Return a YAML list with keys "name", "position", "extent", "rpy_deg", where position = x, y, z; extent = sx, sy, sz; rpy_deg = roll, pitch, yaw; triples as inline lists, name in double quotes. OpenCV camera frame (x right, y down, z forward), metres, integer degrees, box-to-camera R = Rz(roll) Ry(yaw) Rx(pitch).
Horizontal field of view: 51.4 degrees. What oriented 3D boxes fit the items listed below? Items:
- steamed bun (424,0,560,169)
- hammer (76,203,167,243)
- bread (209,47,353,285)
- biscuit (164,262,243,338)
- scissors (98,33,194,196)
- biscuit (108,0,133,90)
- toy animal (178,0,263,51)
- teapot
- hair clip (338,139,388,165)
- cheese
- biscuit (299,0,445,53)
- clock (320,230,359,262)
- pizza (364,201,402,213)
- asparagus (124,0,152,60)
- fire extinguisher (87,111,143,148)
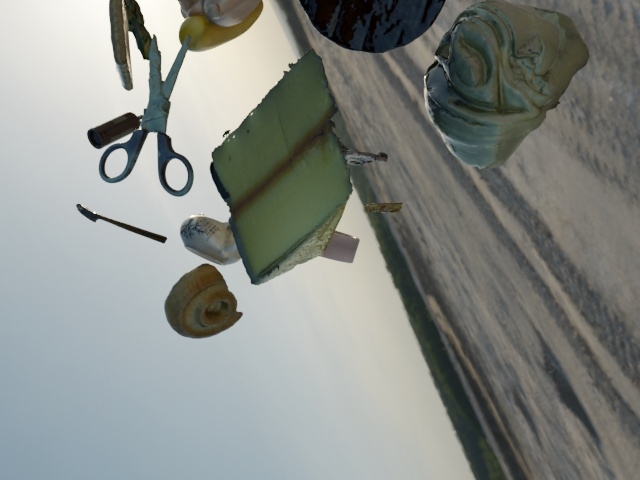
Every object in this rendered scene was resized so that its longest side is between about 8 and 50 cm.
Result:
- name: "steamed bun"
  position: [0.307, -0.314, 1.270]
  extent: [0.275, 0.206, 0.320]
  rpy_deg: [145, 129, -58]
- name: "hammer"
  position: [-0.612, -0.048, 2.075]
  extent: [0.297, 0.027, 0.125]
  rpy_deg: [24, -175, -38]
- name: "bread"
  position: [-0.086, -0.138, 1.434]
  extent: [0.405, 0.242, 0.346]
  rpy_deg: [123, 125, -72]
- name: "biscuit"
  position: [-0.351, 0.202, 1.980]
  extent: [0.091, 0.213, 0.274]
  rpy_deg: [51, 171, 36]
- name: "scissors"
  position: [-0.386, -0.306, 1.589]
  extent: [0.029, 0.255, 0.384]
  rpy_deg: [7, -83, -75]
- name: "biscuit"
  position: [-0.542, -0.542, 1.806]
  extent: [0.325, 0.044, 0.217]
  rpy_deg: [-175, 79, -77]
- name: "toy animal"
  position: [-0.312, -0.675, 1.814]
  extent: [0.247, 0.277, 0.345]
  rpy_deg: [53, 173, -5]
- name: "teapot"
  position: [-0.309, -0.011, 2.014]
  extent: [0.208, 0.299, 0.166]
  rpy_deg: [46, -121, -32]
- name: "hair clip"
  position: [0.079, -0.243, 1.861]
  extent: [0.187, 0.146, 0.056]
  rpy_deg: [21, -104, -44]
- name: "cheese"
  position: [0.484, -0.430, 1.640]
  extent: [0.115, 0.326, 0.318]
  rpy_deg: [36, -126, -45]
- name: "biscuit"
  position: [0.130, -0.679, 1.685]
  extent: [0.091, 0.407, 0.407]
  rpy_deg: [-77, -34, -48]
- name: "clock"
  position: [0.000, 0.000, 1.735]
  extent: [0.197, 0.196, 0.068]
  rpy_deg: [-19, -54, -85]
- name: "pizza"
  position: [0.250, -0.119, 2.432]
  extent: [0.178, 0.130, 0.041]
  rpy_deg: [-6, -85, -51]
- name: "asparagus"
  position: [-0.632, -0.753, 2.243]
  extent: [0.287, 0.080, 0.080]
  rpy_deg: [63, -174, -10]
- name: "fire extinguisher"
  position: [-0.661, -0.371, 2.179]
  extent: [0.231, 0.099, 0.071]
  rpy_deg: [-43, -62, -46]
